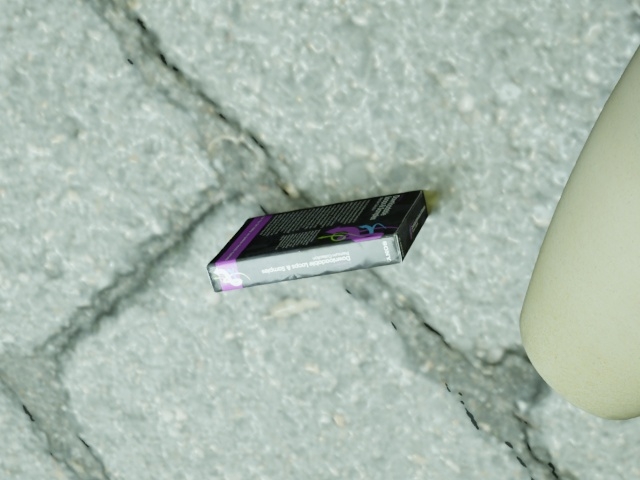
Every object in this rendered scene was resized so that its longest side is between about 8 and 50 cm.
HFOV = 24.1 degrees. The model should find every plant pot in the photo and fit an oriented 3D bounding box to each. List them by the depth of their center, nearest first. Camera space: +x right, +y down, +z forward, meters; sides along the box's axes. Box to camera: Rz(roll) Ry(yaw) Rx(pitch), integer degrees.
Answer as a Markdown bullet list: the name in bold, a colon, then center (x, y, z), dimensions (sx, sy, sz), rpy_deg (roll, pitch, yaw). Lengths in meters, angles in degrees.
- **plant pot**: center (0.271, 0.004, 1.107), dimensions (0.256, 0.256, 0.274), rpy_deg (38, 130, 1)

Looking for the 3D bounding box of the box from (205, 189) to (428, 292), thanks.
- **box**: center (0.000, 0.000, 1.230), dimensions (0.162, 0.116, 0.029), rpy_deg (-10, 107, 19)
